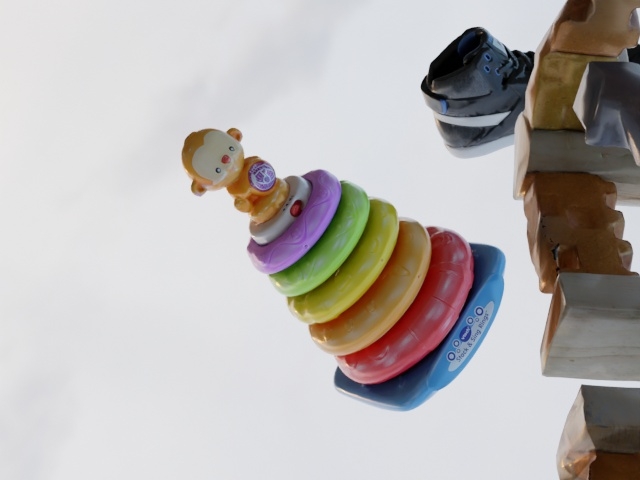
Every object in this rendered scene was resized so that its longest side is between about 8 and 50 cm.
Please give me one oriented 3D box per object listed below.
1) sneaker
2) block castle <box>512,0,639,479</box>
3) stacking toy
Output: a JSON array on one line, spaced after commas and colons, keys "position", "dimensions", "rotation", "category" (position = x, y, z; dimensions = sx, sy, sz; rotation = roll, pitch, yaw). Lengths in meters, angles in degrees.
[{"position": [0.200, -0.160, 1.489], "dimensions": [0.216, 0.121, 0.079], "rotation": [-21, -139, 13], "category": "sneaker"}, {"position": [0.232, -0.007, 0.723], "dimensions": [0.212, 0.303, 0.453], "rotation": [3, -140, -4], "category": "block castle"}, {"position": [0.000, 0.000, 1.366], "dimensions": [0.175, 0.302, 0.165], "rotation": [-57, -156, -14], "category": "stacking toy"}]
